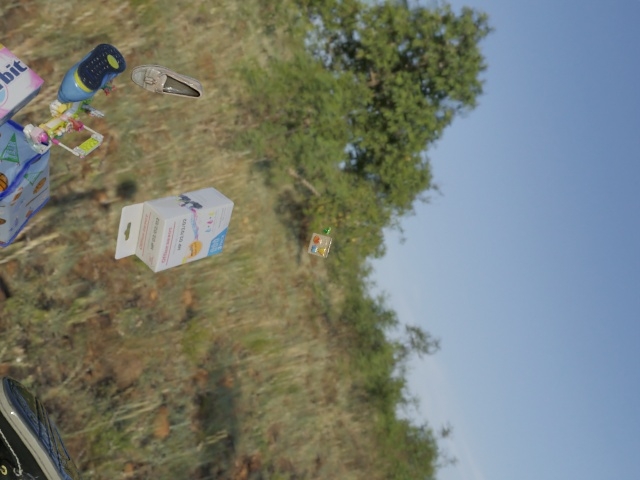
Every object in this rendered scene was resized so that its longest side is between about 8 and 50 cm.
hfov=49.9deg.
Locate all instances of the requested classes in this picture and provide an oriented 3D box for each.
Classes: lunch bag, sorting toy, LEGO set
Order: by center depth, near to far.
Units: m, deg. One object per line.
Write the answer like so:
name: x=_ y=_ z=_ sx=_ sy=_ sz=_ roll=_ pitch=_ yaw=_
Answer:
LEGO set: x=-0.513 y=-0.285 z=1.509 sx=0.287 sy=0.107 sz=0.132 roll=-57 pitch=174 yaw=-22
lunch bag: x=-0.890 y=-0.198 z=1.689 sx=0.239 sy=0.385 sz=0.328 roll=-59 pitch=-172 yaw=-31
sorting toy: x=0.000 y=0.000 z=1.854 sx=0.012 sy=0.062 sz=0.083 roll=19 pitch=87 yaw=-67

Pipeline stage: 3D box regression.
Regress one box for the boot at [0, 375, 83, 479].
boot: x=-0.360 y=0.266 z=0.730 sx=0.085 sy=0.179 sz=0.236 roll=50 pitch=-24 yaw=49

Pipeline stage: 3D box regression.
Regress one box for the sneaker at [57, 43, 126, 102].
sneaker: x=-0.459 y=-0.332 z=1.372 sx=0.069 sy=0.082 sz=0.209 roll=53 pitch=26 yaw=-22

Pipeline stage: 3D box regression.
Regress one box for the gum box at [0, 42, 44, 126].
gum box: x=-0.590 y=-0.258 z=1.210 sx=0.107 sy=0.188 sz=0.062 roll=44 pitch=-35 yaw=-15

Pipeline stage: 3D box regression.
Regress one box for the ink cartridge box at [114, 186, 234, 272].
ink cartridge box: x=-0.237 y=-0.016 z=1.123 sx=0.061 sy=0.181 sz=0.104 roll=36 pitch=-56 yaw=29

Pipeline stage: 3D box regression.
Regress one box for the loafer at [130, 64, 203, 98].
loafer: x=-0.263 y=-0.272 z=1.186 sx=0.039 sy=0.125 sz=0.045 roll=-122 pitch=-134 yaw=-56
